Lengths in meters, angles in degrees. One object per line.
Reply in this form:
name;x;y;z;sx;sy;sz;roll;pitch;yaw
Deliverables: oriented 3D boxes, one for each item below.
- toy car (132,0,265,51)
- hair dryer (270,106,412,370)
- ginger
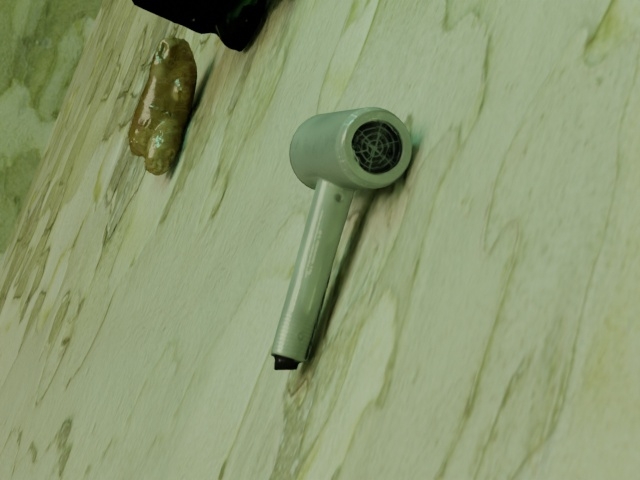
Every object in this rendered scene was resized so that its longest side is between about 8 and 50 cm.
toy car;-0.154;-0.383;2.038;0.359;0.213;0.176;136;153;-61
hair dryer;0.000;0.000;1.349;0.131;0.073;0.236;5;76;71
ginger;-0.229;-0.187;2.261;0.115;0.081;0.205;128;156;-76
